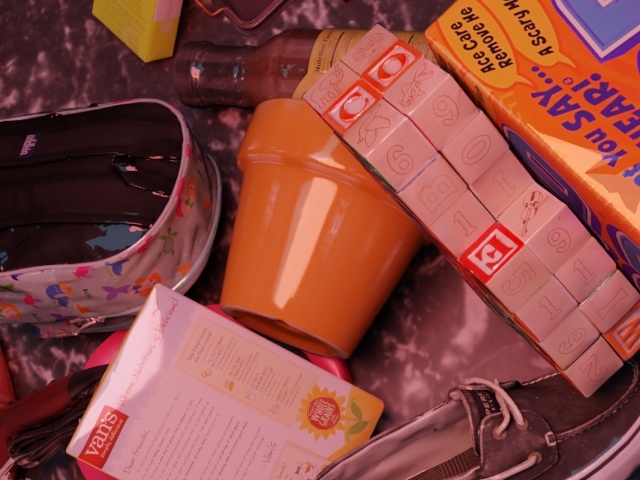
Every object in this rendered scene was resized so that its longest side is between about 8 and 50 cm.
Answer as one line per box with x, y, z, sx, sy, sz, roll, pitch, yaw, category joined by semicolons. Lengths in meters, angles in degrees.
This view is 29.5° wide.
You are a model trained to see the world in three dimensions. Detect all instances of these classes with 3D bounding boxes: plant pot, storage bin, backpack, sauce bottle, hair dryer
0.000;0.000;1.117;0.205;0.205;0.188;17;77;23;plant pot
-0.106;-0.299;1.313;0.098;0.091;0.135;-42;65;4;storage bin
-0.222;-0.023;1.205;0.253;0.191;0.225;-11;51;22;backpack
0.020;-0.158;1.219;0.344;0.111;0.111;6;77;23;sauce bottle
-0.292;0.183;1.229;0.293;0.080;0.224;37;91;38;hair dryer

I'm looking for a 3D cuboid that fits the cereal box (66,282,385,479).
-0.085;0.168;1.102;0.240;0.047;0.173;29;80;-3;cereal box

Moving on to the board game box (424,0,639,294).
0.361;-0.102;0.942;0.356;0.356;0.356;-44;65;2;board game box

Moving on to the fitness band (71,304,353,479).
-0.108;0.168;1.201;0.290;0.054;0.209;-6;70;17;fitness band

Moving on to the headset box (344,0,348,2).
0.016;-0.305;1.303;0.083;0.032;0.062;42;90;26;headset box

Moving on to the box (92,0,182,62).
-0.191;-0.296;1.307;0.109;0.042;0.178;43;134;29;box

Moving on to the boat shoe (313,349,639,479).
0.148;0.178;1.038;0.335;0.119;0.121;-31;32;1;boat shoe

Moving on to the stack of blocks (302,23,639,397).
0.131;-0.021;0.971;0.087;0.297;0.171;-44;35;1;stack of blocks
